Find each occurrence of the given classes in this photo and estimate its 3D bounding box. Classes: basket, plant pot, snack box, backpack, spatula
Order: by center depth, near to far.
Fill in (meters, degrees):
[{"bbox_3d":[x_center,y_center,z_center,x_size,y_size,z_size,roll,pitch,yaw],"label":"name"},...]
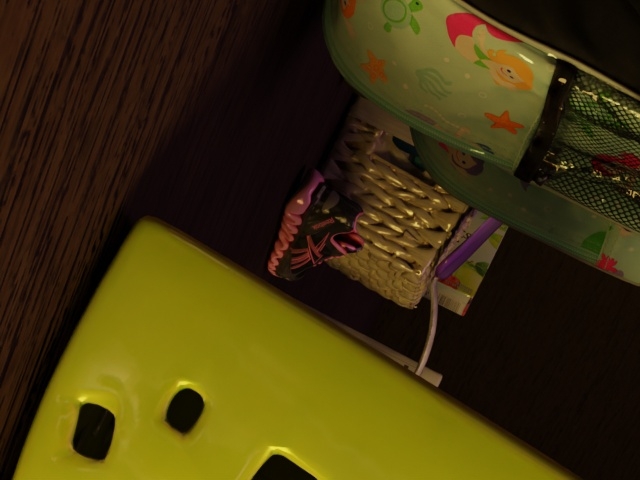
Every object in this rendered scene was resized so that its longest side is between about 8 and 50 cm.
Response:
[{"bbox_3d":[-0.030,0.149,0.710,0.207,0.227,0.228,-57,174,-12],"label":"plant pot"},{"bbox_3d":[0.131,-0.116,0.822,0.225,0.253,0.191,-64,180,-37],"label":"backpack"},{"bbox_3d":[0.067,0.081,1.214,0.296,0.030,0.084,-61,170,0],"label":"spatula"},{"bbox_3d":[0.052,-0.025,1.261,0.103,0.113,0.167,-59,174,-10],"label":"basket"},{"bbox_3d":[0.087,-0.007,1.527,0.100,0.141,0.037,-60,173,-35],"label":"snack box"}]

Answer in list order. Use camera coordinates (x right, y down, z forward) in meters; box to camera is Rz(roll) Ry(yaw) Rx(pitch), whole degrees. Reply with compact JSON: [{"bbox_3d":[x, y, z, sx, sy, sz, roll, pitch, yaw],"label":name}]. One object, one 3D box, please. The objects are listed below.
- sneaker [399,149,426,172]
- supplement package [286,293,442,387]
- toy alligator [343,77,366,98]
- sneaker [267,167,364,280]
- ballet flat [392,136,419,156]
[{"bbox_3d":[0.125,-0.116,1.551,0.107,0.110,0.275,-60,173,-37],"label":"sneaker"},{"bbox_3d":[-0.034,0.214,1.380,0.204,0.145,0.262,-59,174,-38],"label":"supplement package"},{"bbox_3d":[0.051,-0.128,1.051,0.056,0.051,0.190,-63,175,-15],"label":"toy alligator"},{"bbox_3d":[0.000,0.000,1.158,0.119,0.057,0.047,109,6,-62],"label":"sneaker"},{"bbox_3d":[0.109,-0.134,1.338,0.123,0.123,0.348,-64,175,-2],"label":"ballet flat"}]
